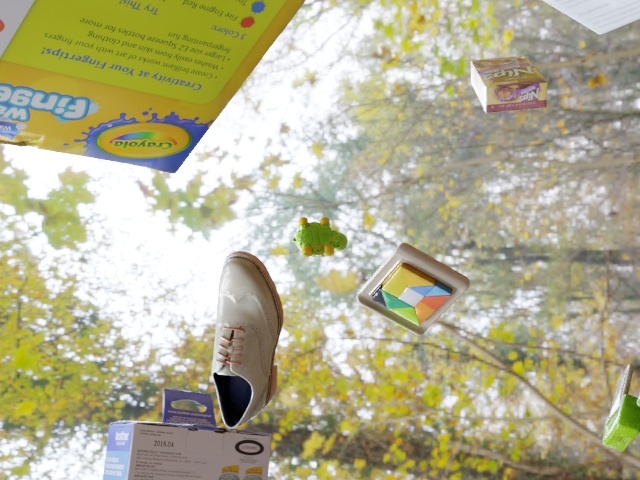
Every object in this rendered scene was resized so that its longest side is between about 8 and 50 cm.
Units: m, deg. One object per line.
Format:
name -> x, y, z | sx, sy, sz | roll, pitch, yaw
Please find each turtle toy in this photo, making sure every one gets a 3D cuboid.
turtle toy -> 0.000, 0.000, 1.793 | 0.130, 0.066, 0.095 | -1, -114, -14

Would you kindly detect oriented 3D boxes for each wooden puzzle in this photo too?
wooden puzzle -> 0.242, 0.138, 2.131 | 0.221, 0.238, 0.044 | 29, -143, -9

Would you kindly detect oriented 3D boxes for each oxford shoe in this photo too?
oxford shoe -> -0.165, 0.220, 1.727 | 0.146, 0.141, 0.396 | -47, -43, -62

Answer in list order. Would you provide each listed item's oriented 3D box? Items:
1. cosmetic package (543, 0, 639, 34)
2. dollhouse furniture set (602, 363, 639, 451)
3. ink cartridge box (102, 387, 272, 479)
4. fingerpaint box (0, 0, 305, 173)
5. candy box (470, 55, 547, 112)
cosmetic package -> 0.262, -0.314, 0.742 | 0.184, 0.151, 0.151 | 21, -104, -25
dollhouse furniture set -> 0.619, 0.269, 1.230 | 0.197, 0.302, 0.151 | 95, -162, -51
ink cartridge box -> -0.240, 0.462, 1.404 | 0.270, 0.151, 0.395 | 14, -107, -30
fingerpaint box -> -0.268, -0.267, 0.784 | 0.445, 0.371, 0.163 | 6, -129, -39
candy box -> 0.344, -0.290, 1.478 | 0.186, 0.109, 0.053 | -88, -7, -62
